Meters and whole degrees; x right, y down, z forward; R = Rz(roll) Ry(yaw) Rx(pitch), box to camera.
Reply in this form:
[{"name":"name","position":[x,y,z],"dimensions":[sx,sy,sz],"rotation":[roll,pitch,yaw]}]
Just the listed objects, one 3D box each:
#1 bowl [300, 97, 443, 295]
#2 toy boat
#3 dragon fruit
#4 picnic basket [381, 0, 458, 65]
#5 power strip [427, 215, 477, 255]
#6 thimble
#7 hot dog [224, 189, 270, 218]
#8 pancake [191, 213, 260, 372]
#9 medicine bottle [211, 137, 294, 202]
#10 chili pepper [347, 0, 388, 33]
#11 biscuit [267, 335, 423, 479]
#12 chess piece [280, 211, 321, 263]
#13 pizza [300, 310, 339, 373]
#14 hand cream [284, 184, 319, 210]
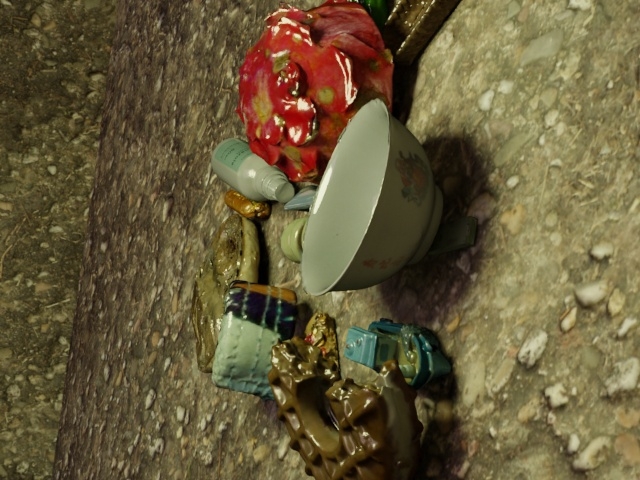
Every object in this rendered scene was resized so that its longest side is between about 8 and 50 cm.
[{"name":"bowl","position":[0.104,-0.049,1.797],"dimensions":[0.345,0.157,0.346],"rotation":[-161,90,-74]},{"name":"toy boat","position":[0.121,0.185,1.757],"dimensions":[0.238,0.098,0.109],"rotation":[13,93,63]},{"name":"dragon fruit","position":[-0.030,-0.280,2.059],"dimensions":[0.371,0.248,0.387],"rotation":[-1,93,64]},{"name":"picnic basket","position":[0.182,-0.411,1.950],"dimensions":[0.193,0.054,0.110],"rotation":[-53,34,40]},{"name":"power strip","position":[0.209,-0.006,1.753],"dimensions":[0.136,0.019,0.051],"rotation":[-19,58,60]},{"name":"thimble","position":[-0.132,0.200,2.138],"dimensions":[0.237,0.150,0.238],"rotation":[-168,90,-85]},{"name":"hot dog","position":[-0.169,-0.083,2.474],"dimensions":[0.165,0.071,0.045],"rotation":[28,106,62]},{"name":"pancake","position":[-0.220,0.121,2.471],"dimensions":[0.387,0.082,0.387],"rotation":[-50,32,48]},{"name":"medicine bottle","position":[-0.142,-0.146,2.405],"dimensions":[0.352,0.110,0.110],"rotation":[33,108,62]},{"name":"chili pepper","position":[0.091,-0.466,2.131],"dimensions":[0.099,0.083,0.254],"rotation":[-45,45,49]},{"name":"biscuit","position":[0.042,0.301,1.755],"dimensions":[0.366,0.115,0.268],"rotation":[14,119,60]},{"name":"chess piece","position":[0.000,0.000,2.065],"dimensions":[0.243,0.133,0.133],"rotation":[174,107,-69]},{"name":"pizza","position":[-0.012,0.245,2.032],"dimensions":[0.188,0.062,0.199],"rotation":[-69,28,21]},{"name":"hand cream","position":[-0.019,-0.075,2.091],"dimensions":[0.256,0.088,0.055],"rotation":[-73,-24,-83]}]
